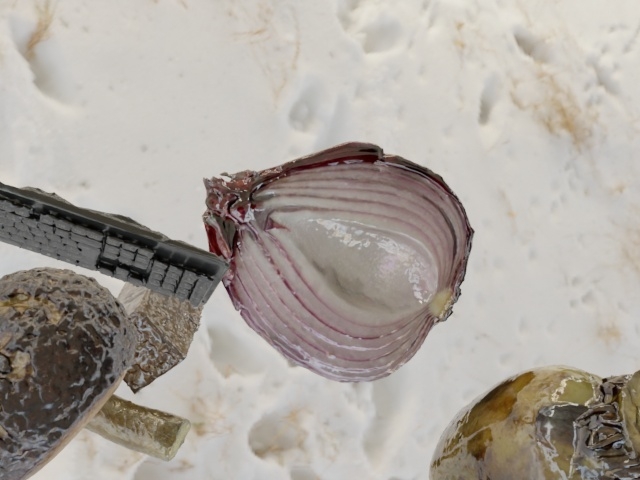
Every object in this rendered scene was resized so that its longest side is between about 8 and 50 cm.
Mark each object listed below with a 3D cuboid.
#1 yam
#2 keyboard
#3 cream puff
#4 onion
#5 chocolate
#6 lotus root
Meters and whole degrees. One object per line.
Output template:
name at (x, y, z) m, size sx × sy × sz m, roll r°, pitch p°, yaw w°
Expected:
yam at (-0.330, 0.230, 1.300) m, size 0.300 × 0.066 × 0.066 m, roll 18°, pitch 60°, yaw 8°
keyboard at (-0.149, -0.004, 0.502) m, size 0.197 × 0.074 × 0.015 m, roll 20°, pitch 58°, yaw -10°
cream puff at (-0.300, 0.133, 0.945) m, size 0.165 × 0.239 × 0.239 m, roll 43°, pitch 53°, yaw -8°
onion at (0.000, 0.000, 0.913) m, size 0.284 × 0.120 × 0.227 m, roll 30°, pitch 95°, yaw -24°
chocolate at (-0.252, 0.103, 1.443) m, size 0.112 × 0.112 × 0.321 m, roll 52°, pitch 13°, yaw -14°
lotus root at (0.180, 0.195, 0.760) m, size 0.169 × 0.314 × 0.141 m, roll 43°, pitch 56°, yaw 2°
